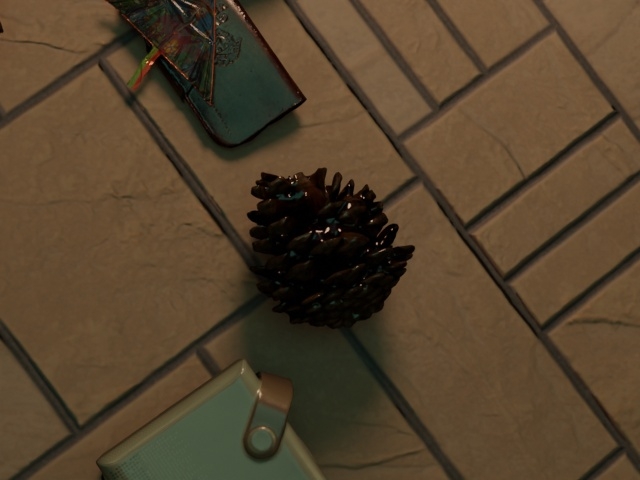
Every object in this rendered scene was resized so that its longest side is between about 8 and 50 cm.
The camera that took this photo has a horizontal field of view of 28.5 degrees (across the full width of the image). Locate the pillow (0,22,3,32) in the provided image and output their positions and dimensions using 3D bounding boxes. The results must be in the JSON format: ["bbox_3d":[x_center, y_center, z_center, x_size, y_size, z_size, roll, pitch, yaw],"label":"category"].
[{"bbox_3d":[-0.520,-0.398,1.503,0.308,0.108,0.305,3,82,1],"label":"pillow"}]

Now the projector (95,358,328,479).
[{"bbox_3d":[-0.115,0.258,1.461,0.242,0.163,0.177,-35,90,-10],"label":"projector"}]

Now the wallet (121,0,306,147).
[{"bbox_3d":[-0.141,-0.244,1.592,0.137,0.031,0.255,-34,87,-8],"label":"wallet"}]

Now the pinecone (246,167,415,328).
[{"bbox_3d":[0.005,0.002,1.515,0.184,0.179,0.204,-2,64,-31],"label":"pinecone"}]

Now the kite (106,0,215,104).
[{"bbox_3d":[-0.187,-0.251,1.570,0.159,0.010,0.190,-44,87,-4],"label":"kite"}]
